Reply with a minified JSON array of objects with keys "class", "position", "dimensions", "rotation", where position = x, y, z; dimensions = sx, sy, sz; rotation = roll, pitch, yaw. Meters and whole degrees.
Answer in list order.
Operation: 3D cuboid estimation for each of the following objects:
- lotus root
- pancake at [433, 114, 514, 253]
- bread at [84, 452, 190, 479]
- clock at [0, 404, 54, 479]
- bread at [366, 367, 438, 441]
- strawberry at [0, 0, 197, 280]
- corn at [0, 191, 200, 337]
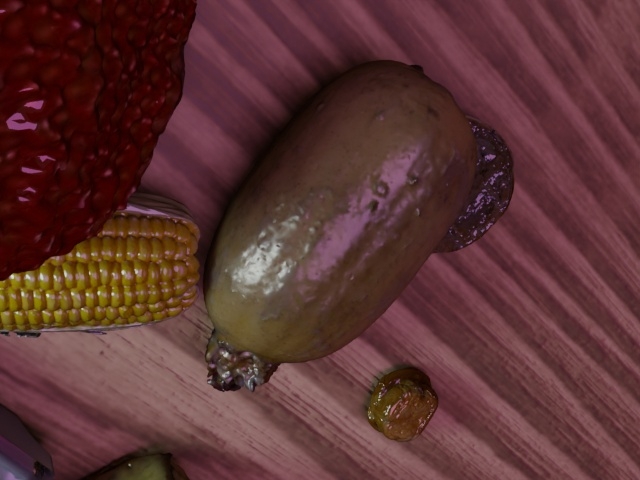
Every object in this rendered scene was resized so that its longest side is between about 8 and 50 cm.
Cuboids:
[{"class":"lotus root","position":[0.000,0.000,0.679],"dimensions":[0.169,0.151,0.342],"rotation":[36,96,-11]},{"class":"pancake","position":[0.122,-0.056,0.776],"dimensions":[0.158,0.028,0.158],"rotation":[-7,116,-14]},{"class":"bread","position":[-0.220,0.336,0.737],"dimensions":[0.262,0.204,0.162],"rotation":[-23,129,-12]},{"class":"clock","position":[-0.388,0.190,0.675],"dimensions":[0.186,0.083,0.253],"rotation":[-41,119,1]},{"class":"bread","position":[0.091,0.184,0.856],"dimensions":[0.081,0.046,0.083],"rotation":[-16,114,-18]},{"class":"strawberry","position":[-0.223,-0.139,0.507],"dimensions":[0.351,0.267,0.312],"rotation":[-44,135,-35]},{"class":"corn","position":[-0.251,0.015,0.638],"dimensions":[0.305,0.122,0.123],"rotation":[3,154,-17]}]
